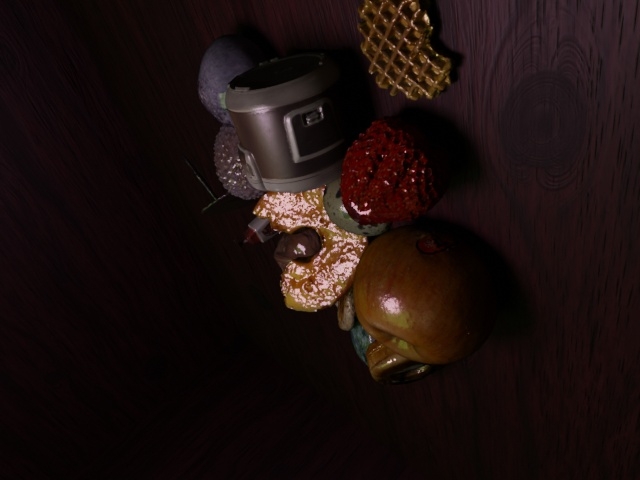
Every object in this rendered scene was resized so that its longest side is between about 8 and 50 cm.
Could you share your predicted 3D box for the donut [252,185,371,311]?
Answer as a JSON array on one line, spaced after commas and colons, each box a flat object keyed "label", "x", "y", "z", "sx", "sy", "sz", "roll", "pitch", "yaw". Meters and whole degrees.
[{"label": "donut", "x": 0.000, "y": 0.000, "z": 1.561, "sx": 0.377, "sy": 0.163, "sz": 0.436, "roll": -11, "pitch": 95, "yaw": 24}]

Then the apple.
[{"label": "apple", "x": 0.268, "y": 0.156, "z": 1.300, "sx": 0.400, "sy": 0.333, "sz": 0.400, "roll": 39, "pitch": 151, "yaw": 26}]

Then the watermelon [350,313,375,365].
[{"label": "watermelon", "x": 0.228, "y": 0.305, "z": 1.833, "sx": 0.320, "sy": 0.213, "sz": 0.290, "roll": -88, "pitch": 7, "yaw": -72}]

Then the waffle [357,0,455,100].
[{"label": "waffle", "x": 0.179, "y": -0.426, "z": 1.006, "sx": 0.249, "sy": 0.056, "sz": 0.253, "roll": 30, "pitch": 146, "yaw": 37}]

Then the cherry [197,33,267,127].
[{"label": "cherry", "x": -0.258, "y": -0.479, "z": 1.431, "sx": 0.255, "sy": 0.218, "sz": 0.296, "roll": -54, "pitch": 44, "yaw": 29}]

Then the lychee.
[{"label": "lychee", "x": -0.236, "y": -0.289, "z": 1.612, "sx": 0.300, "sy": 0.300, "sz": 0.300, "roll": 38, "pitch": 151, "yaw": 25}]

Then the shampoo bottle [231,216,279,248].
[{"label": "shampoo bottle", "x": -0.231, "y": -0.056, "z": 1.892, "sx": 0.071, "sy": 0.284, "sz": 0.153, "roll": 34, "pitch": 151, "yaw": 27}]

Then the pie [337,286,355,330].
[{"label": "pie", "x": 0.105, "y": 0.216, "z": 1.779, "sx": 0.055, "sy": 0.274, "sz": 0.274, "roll": 6, "pitch": 148, "yaw": -4}]

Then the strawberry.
[{"label": "strawberry", "x": 0.161, "y": -0.155, "z": 1.120, "sx": 0.239, "sy": 0.288, "sz": 0.250, "roll": 48, "pitch": 162, "yaw": -5}]

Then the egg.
[{"label": "egg", "x": 0.109, "y": -0.101, "z": 1.316, "sx": 0.228, "sy": 0.177, "sz": 0.177, "roll": 45, "pitch": 155, "yaw": 31}]

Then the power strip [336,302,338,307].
[{"label": "power strip", "x": 0.097, "y": 0.288, "z": 2.100, "sx": 0.253, "sy": 0.027, "sz": 0.060, "roll": 55, "pitch": 154, "yaw": -7}]

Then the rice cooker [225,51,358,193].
[{"label": "rice cooker", "x": -0.067, "y": -0.297, "z": 1.259, "sx": 0.335, "sy": 0.335, "sz": 0.326, "roll": 23, "pitch": 141, "yaw": 44}]

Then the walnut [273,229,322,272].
[{"label": "walnut", "x": -0.055, "y": 0.057, "z": 1.816, "sx": 0.226, "sy": 0.273, "sz": 0.273, "roll": 26, "pitch": 163, "yaw": -22}]

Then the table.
[{"label": "table", "x": -0.366, "y": -0.280, "z": 1.918, "sx": 0.249, "sy": 0.317, "sz": 0.317, "roll": 63, "pitch": 155, "yaw": 6}]

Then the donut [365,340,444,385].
[{"label": "donut", "x": 0.302, "y": 0.391, "z": 1.635, "sx": 0.330, "sy": 0.329, "sz": 0.160, "roll": 95, "pitch": 156, "yaw": -55}]
